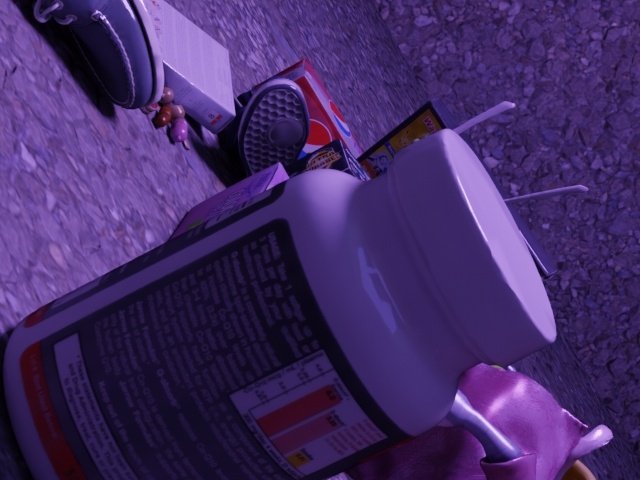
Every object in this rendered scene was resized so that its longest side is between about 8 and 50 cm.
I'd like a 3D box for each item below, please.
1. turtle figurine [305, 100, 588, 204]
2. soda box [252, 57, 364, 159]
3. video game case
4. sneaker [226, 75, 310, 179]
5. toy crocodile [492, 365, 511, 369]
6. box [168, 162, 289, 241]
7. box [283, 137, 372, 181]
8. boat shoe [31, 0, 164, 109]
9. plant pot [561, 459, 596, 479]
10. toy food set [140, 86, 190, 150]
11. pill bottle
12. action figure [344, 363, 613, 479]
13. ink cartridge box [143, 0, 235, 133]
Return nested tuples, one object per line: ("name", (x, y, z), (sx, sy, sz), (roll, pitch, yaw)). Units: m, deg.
("turtle figurine", (0.127, -0.074, 2.053), (0.266, 0.274, 0.197), (7, 53, -27))
("soda box", (0.008, -0.114, 2.337), (0.263, 0.092, 0.083), (58, 13, -20))
("video game case", (0.139, -0.006, 2.221), (0.275, 0.248, 0.035), (57, 32, 8))
("sneaker", (-0.066, -0.148, 2.013), (0.226, 0.086, 0.163), (96, -13, -50))
("toy crocodile", (0.107, 0.138, 1.885), (0.340, 0.105, 0.115), (33, -30, 0))
("box", (-0.045, 0.073, 1.718), (0.243, 0.117, 0.213), (61, 13, -12))
("box", (0.000, 0.000, 1.905), (0.220, 0.175, 0.051), (48, 20, -47))
("boat shoe", (-0.260, -0.257, 1.655), (0.099, 0.116, 0.319), (-39, 116, -33))
("plant pot", (0.198, 0.385, 1.824), (0.254, 0.254, 0.239), (-90, 166, -63))
("toy food set", (-0.172, -0.146, 1.867), (0.122, 0.019, 0.078), (37, 29, -62))
("pill bottle", (-0.028, 0.075, 1.231), (0.210, 0.363, 0.210), (57, 15, -24))
("action figure", (0.136, 0.278, 1.578), (0.276, 0.248, 0.370), (33, 20, -18))
("ink cartridge box", (-0.180, -0.221, 1.986), (0.179, 0.045, 0.145), (33, 28, -29))
